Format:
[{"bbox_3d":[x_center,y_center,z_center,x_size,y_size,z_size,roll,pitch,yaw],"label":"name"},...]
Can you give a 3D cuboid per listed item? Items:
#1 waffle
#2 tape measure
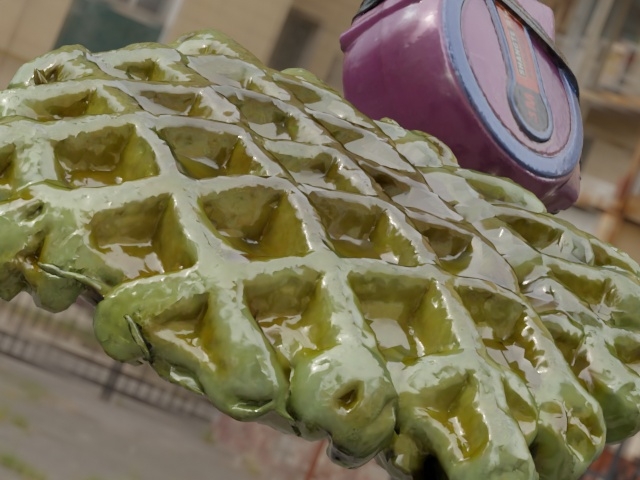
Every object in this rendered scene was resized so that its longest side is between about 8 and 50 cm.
[{"bbox_3d":[0.000,0.000,0.564,0.214,0.054,0.208,28,19,12],"label":"waffle"},{"bbox_3d":[0.067,-0.061,0.871,0.074,0.118,0.125,-30,-34,35],"label":"tape measure"}]
